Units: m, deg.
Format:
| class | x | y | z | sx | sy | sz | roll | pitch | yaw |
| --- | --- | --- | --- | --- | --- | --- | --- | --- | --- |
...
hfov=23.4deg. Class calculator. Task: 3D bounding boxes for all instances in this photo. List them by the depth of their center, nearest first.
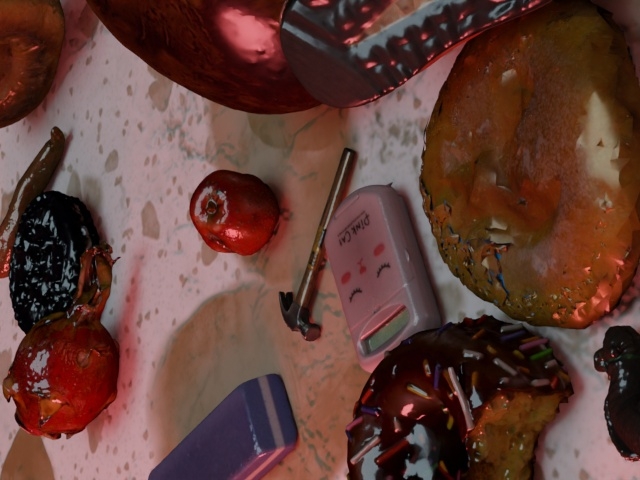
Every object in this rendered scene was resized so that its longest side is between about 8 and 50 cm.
| class | x | y | z | sx | sy | sz | roll | pitch | yaw |
| --- | --- | --- | --- | --- | --- | --- | --- | --- | --- |
| calculator | 0.053 | 0.035 | 1.351 | 0.100 | 0.032 | 0.175 | -43 | 53 | 42 |

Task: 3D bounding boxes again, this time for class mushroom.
| class | x | y | z | sx | sy | sz | roll | pitch | yaw |
| --- | --- | --- | --- | --- | --- | --- | --- | --- | --- |
| mushroom | -0.108 | -0.262 | 1.372 | 0.345 | 0.239 | 0.345 | 25 | 127 | 39 |

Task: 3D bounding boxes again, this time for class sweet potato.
| class | x | y | z | sx | sy | sz | roll | pitch | yaw |
| --- | --- | --- | --- | --- | --- | --- | --- | --- | --- |
| sweet potato | -0.364 | -0.049 | 1.932 | 0.050 | 0.050 | 0.214 | 41 | 112 | 49 |

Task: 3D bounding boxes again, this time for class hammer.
| class | x | y | z | sx | sy | sz | roll | pitch | yaw |
| --- | --- | --- | --- | --- | --- | --- | --- | --- | --- |
| hammer | 0.000 | 0.000 | 1.445 | 0.062 | 0.017 | 0.182 | 32 | 110 | 51 |

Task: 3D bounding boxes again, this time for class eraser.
| class | x | y | z | sx | sy | sz | roll | pitch | yaw |
| --- | --- | --- | --- | --- | --- | --- | --- | --- | --- |
| eraser | -0.102 | 0.219 | 1.536 | 0.225 | 0.036 | 0.082 | -47 | 50 | 40 |

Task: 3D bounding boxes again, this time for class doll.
| class | x | y | z | sx | sy | sz | roll | pitch | yaw |
| --- | --- | --- | --- | --- | --- | --- | --- | --- | --- |
| doll | 0.246 | 0.105 | 1.058 | 0.165 | 0.057 | 0.139 | 58 | 133 | 47 |

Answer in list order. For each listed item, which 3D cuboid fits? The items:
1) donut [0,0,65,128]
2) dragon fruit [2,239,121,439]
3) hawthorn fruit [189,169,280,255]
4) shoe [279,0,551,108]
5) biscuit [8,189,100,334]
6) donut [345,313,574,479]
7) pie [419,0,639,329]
| class | x | y | z | sx | sy | sz | roll | pitch | yaw |
| --- | --- | --- | --- | --- | --- | --- | --- | --- | --- |
| donut | -0.422 | -0.242 | 1.888 | 0.128 | 0.208 | 0.261 | 62 | 154 | 26 |
| dragon fruit | -0.276 | 0.113 | 1.726 | 0.125 | 0.125 | 0.246 | 36 | 107 | 54 |
| hawthorn fruit | -0.087 | -0.027 | 1.506 | 0.093 | 0.093 | 0.093 | -11 | 77 | 53 |
| shoe | 0.127 | -0.233 | 1.201 | 0.336 | 0.171 | 0.132 | -35 | 95 | 31 |
| biscuit | -0.318 | 0.035 | 1.849 | 0.194 | 0.053 | 0.194 | -12 | 76 | 54 |
| donut | 0.099 | 0.169 | 1.214 | 0.216 | 0.096 | 0.230 | 23 | 104 | 53 |
| pie | 0.164 | -0.060 | 1.182 | 0.273 | 0.069 | 0.273 | -14 | 74 | 59 |
